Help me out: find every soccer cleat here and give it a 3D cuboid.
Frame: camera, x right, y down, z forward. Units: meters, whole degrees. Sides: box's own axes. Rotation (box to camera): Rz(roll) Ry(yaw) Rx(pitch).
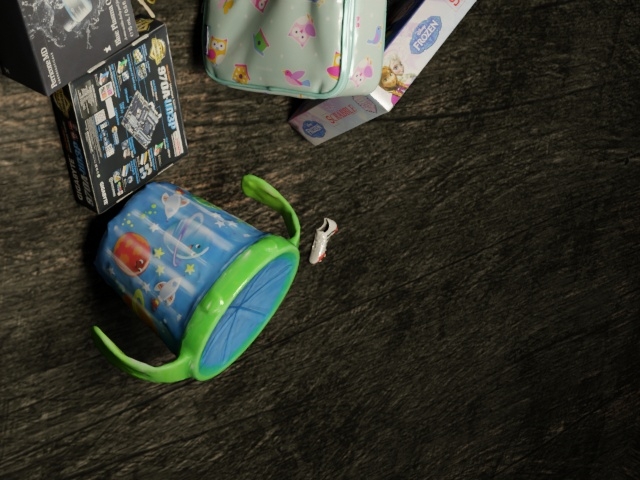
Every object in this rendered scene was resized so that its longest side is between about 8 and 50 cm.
[{"bbox_3d":[0.000,0.000,2.390,0.035,0.029,0.083,42,74,-46],"label":"soccer cleat"}]

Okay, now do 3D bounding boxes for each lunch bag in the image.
[{"bbox_3d":[-0.044,-0.312,1.901,0.108,0.279,0.224,-14,112,-50],"label":"lunch bag"}]

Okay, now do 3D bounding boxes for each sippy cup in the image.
[{"bbox_3d":[-0.185,0.040,1.963,0.305,0.224,0.240,-29,152,-58],"label":"sippy cup"}]

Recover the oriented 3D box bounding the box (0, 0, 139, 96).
[{"bbox_3d":[-0.321,-0.288,1.706,0.158,0.093,0.156,-40,140,-30],"label":"box"}]

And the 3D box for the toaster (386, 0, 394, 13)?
[{"bbox_3d":[0.043,-0.411,2.063,0.227,0.146,0.129,-61,147,-3],"label":"toaster"}]

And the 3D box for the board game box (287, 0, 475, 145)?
[{"bbox_3d":[0.113,-0.302,2.119,0.066,0.318,0.319,41,72,-11],"label":"board game box"}]

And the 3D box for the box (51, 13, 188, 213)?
[{"bbox_3d":[-0.270,-0.169,1.889,0.175,0.051,0.220,-39,139,-33],"label":"box"}]

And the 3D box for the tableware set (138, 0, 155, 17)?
[{"bbox_3d":[-0.227,-0.366,1.757,0.104,0.024,0.154,50,29,-56],"label":"tableware set"}]
